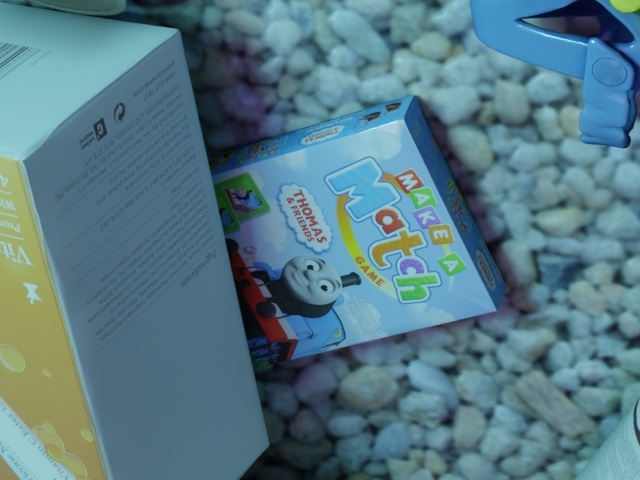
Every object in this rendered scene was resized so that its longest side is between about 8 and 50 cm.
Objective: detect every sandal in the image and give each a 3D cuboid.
[{"bbox_3d":[0.132,-0.160,1.135,0.317,0.126,0.138,40,130,-10],"label":"sandal"}]

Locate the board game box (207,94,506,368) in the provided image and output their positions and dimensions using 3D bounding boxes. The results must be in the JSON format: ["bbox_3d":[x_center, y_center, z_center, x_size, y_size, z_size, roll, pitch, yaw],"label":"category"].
[{"bbox_3d":[0.000,0.000,1.335,0.212,0.039,0.160,-16,117,25],"label":"board game box"}]

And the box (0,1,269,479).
[{"bbox_3d":[-0.192,0.032,1.307,0.215,0.168,0.345,12,129,31],"label":"box"}]

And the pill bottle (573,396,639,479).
[{"bbox_3d":[0.251,0.162,1.316,0.121,0.121,0.221,29,127,-3],"label":"pill bottle"}]

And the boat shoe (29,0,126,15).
[{"bbox_3d":[-0.219,-0.214,1.234,0.228,0.068,0.081,22,155,2],"label":"boat shoe"}]
